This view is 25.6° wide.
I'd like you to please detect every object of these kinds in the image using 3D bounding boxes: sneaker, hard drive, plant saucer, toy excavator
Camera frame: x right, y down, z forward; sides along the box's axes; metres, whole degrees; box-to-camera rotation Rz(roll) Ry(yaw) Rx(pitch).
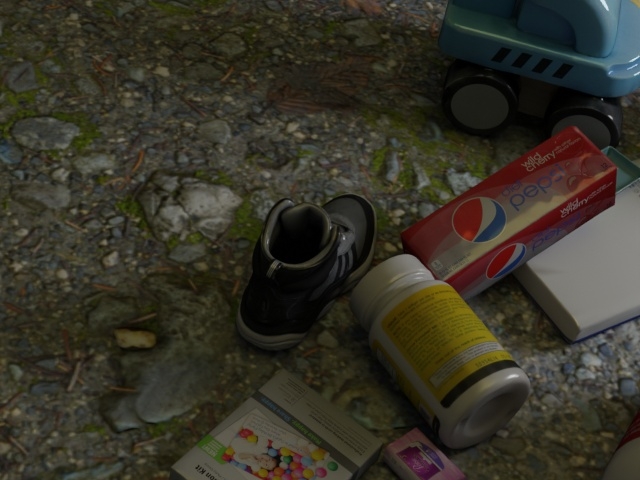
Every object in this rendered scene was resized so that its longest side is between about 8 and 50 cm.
[{"bbox_3d":[0.000,0.000,1.644,0.101,0.153,0.268,28,48,13],"label":"sneaker"},{"bbox_3d":[0.385,0.001,1.808,0.319,0.040,0.210,-18,53,-27],"label":"hard drive"},{"bbox_3d":[0.337,-0.064,1.817,0.192,0.018,0.067,-30,59,-33],"label":"plant saucer"},{"bbox_3d":[0.258,-0.369,1.847,0.433,0.445,0.222,16,45,2],"label":"toy excavator"}]

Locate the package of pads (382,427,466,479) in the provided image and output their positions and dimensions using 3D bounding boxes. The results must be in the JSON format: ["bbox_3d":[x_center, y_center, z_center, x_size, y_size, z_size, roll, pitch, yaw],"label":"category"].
[{"bbox_3d":[0.112,0.246,1.521,0.050,0.032,0.083,-27,58,-34],"label":"package of pads"}]

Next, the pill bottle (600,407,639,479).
[{"bbox_3d":[0.431,0.236,1.467,0.229,0.229,0.407,30,48,15],"label":"pill bottle"}]

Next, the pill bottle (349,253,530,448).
[{"bbox_3d":[0.129,0.120,1.583,0.119,0.119,0.208,-20,55,-28],"label":"pill bottle"}]

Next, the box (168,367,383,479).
[{"bbox_3d":[-0.046,0.236,1.493,0.145,0.038,0.186,35,51,20],"label":"box"}]

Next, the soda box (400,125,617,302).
[{"bbox_3d":[0.230,-0.027,1.711,0.263,0.083,0.092,-33,59,-10],"label":"soda box"}]

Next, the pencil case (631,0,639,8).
[{"bbox_3d":[0.543,-0.343,2.110,0.273,0.113,0.124,-4,14,-18],"label":"pencil case"}]
